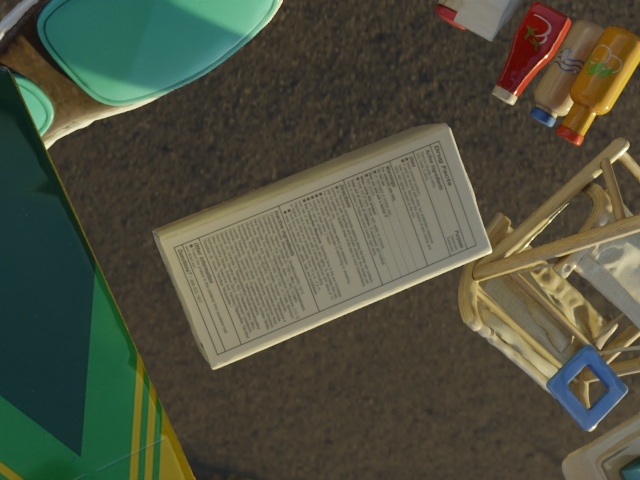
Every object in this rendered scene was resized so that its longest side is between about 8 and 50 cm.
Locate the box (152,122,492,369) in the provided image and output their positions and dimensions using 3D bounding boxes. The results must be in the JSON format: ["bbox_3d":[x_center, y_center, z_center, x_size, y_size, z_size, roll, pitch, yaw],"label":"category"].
[{"bbox_3d":[0.000,0.000,1.155,0.311,0.121,0.148,-21,98,-10],"label":"box"}]

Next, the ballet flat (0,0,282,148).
[{"bbox_3d":[-0.217,-0.155,0.926,0.400,0.139,0.139,-31,128,9],"label":"ballet flat"}]

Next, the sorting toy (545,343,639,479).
[{"bbox_3d":[0.355,0.249,1.086,0.196,0.348,0.047,-25,175,-18],"label":"sorting toy"}]

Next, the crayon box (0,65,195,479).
[{"bbox_3d":[-0.192,0.107,0.718,0.106,0.313,0.363,-22,173,-22],"label":"crayon box"}]

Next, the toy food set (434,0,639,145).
[{"bbox_3d":[0.170,-0.180,1.030,0.232,0.111,0.104,32,97,16],"label":"toy food set"}]

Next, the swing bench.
[{"bbox_3d":[0.337,0.059,1.359,0.254,0.165,0.253,-34,122,27],"label":"swing bench"}]
